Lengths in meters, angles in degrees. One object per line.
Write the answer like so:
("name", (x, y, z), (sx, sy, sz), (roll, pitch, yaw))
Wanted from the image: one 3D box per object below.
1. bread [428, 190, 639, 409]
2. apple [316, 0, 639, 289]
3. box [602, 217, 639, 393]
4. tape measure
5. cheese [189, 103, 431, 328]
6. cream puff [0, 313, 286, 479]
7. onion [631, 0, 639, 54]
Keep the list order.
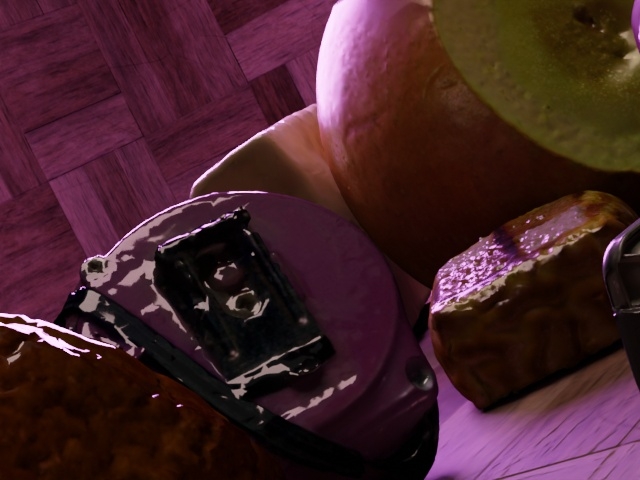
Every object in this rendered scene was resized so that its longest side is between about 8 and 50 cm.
("bread", (0.168, 0.037, 1.236), (0.181, 0.096, 0.222), (-28, 5, 9))
("apple", (0.188, -0.134, 1.489), (0.384, 0.374, 0.374), (-25, 5, 26))
("box", (0.241, 0.024, 0.874), (0.092, 0.124, 0.172), (-7, 19, 46))
("tape measure", (-0.047, 0.088, 1.064), (0.231, 0.245, 0.149), (-30, -32, -19))
("cheese", (0.000, 0.000, 1.625), (0.124, 0.242, 0.265), (-35, 3, 15))
("cream puff", (-0.169, 0.163, 0.781), (0.303, 0.303, 0.212), (-20, 47, 53))
("onion", (0.379, -0.239, 1.088), (0.398, 0.420, 0.398), (-24, 19, 9))
